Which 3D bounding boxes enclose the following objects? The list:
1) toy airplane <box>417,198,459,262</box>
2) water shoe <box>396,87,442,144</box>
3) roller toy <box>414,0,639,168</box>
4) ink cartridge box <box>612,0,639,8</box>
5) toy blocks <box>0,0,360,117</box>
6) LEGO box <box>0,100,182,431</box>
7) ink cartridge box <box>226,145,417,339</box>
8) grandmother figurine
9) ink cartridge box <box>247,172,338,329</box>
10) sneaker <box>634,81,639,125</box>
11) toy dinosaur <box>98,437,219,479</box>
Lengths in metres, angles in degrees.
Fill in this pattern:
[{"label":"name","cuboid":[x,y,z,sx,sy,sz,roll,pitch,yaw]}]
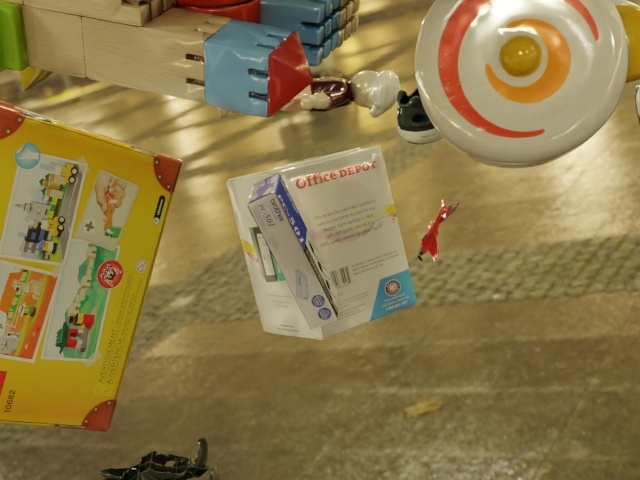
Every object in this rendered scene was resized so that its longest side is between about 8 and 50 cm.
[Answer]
[{"label":"toy airplane","cuboid":[0.236,-0.021,1.987,0.028,0.151,0.151,24,8,-13]},{"label":"water shoe","cuboid":[0.186,-0.200,1.284,0.203,0.080,0.073,-34,43,-26]},{"label":"roller toy","cuboid":[0.189,-0.163,0.913,0.191,0.209,0.146,-60,-7,6]},{"label":"ink cartridge box","cuboid":[0.571,-0.466,1.944,0.189,0.066,0.232,25,19,-1]},{"label":"toy blocks","cuboid":[-0.085,-0.219,0.779,0.261,0.190,0.381,14,35,15]},{"label":"LEGO box","cuboid":[-0.489,0.045,1.609,0.372,0.500,0.193,16,-1,-43]},{"label":"ink cartridge box","cuboid":[0.000,0.000,1.591,0.198,0.270,0.197,-17,8,-31]},{"label":"grandmother figurine","cuboid":[-0.020,-0.275,1.800,0.342,0.104,0.208,-4,25,-6]},{"label":"ink cartridge box","cuboid":[-0.036,0.015,1.375,0.046,0.207,0.097,-23,18,10]},{"label":"sneaker","cuboid":[0.374,-0.087,0.961,0.080,0.211,0.081,3,-23,-30]},{"label":"toy dinosaur","cuboid":[-0.115,0.310,0.879,0.322,0.218,0.164,-34,17,-32]}]
